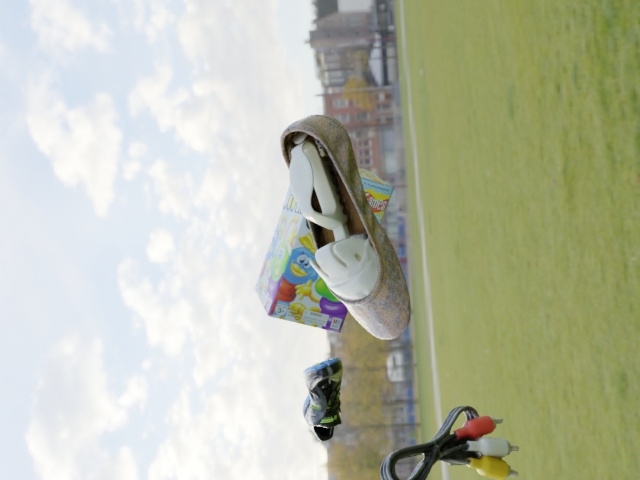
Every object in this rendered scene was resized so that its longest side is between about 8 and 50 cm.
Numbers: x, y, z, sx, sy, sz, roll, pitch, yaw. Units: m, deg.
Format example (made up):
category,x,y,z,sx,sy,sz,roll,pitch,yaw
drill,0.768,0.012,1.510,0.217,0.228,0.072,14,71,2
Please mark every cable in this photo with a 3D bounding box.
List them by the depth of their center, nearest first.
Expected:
category,x,y,z,sx,sy,sz,roll,pitch,yaw
cable,0.214,0.339,1.393,0.287,0.072,0.139,7,-121,-40

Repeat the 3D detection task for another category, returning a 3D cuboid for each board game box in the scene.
category,x,y,z,sx,sy,sz,roll,pitch,yaw
board game box,0.000,0.000,1.485,0.144,0.142,0.275,-132,60,-67

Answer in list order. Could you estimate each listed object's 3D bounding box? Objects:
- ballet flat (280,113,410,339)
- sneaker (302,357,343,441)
category,x,y,z,sx,sy,sz,roll,pitch,yaw
ballet flat,0.019,-0.014,1.087,0.106,0.107,0.316,-6,-109,-56
sneaker,0.011,0.250,1.321,0.188,0.067,0.078,95,154,-46
